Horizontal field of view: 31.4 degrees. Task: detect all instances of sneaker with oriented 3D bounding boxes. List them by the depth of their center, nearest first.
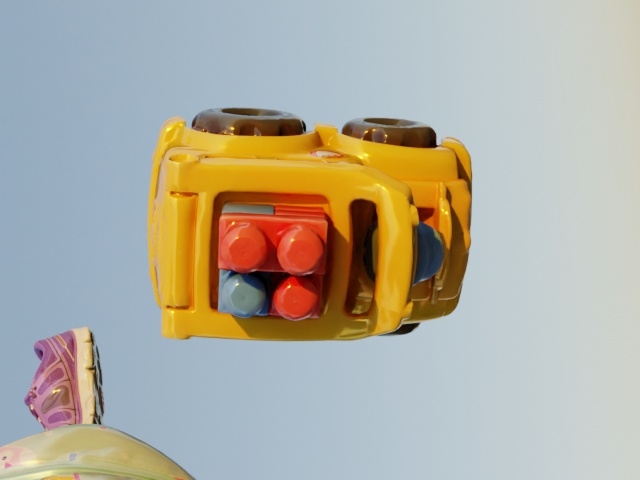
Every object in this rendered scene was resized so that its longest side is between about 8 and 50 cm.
[{"bbox_3d":[-0.230,0.156,1.019,0.068,0.071,0.170,85,173,-48],"label":"sneaker"}]

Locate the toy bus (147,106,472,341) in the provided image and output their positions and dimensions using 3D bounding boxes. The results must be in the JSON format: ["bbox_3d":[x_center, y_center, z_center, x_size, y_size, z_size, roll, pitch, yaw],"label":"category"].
[{"bbox_3d":[0.000,0.000,0.706,0.211,0.220,0.150,-121,34,-79],"label":"toy bus"}]

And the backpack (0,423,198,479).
[{"bbox_3d":[-0.102,0.140,0.338,0.152,0.182,0.115,44,-155,-32],"label":"backpack"}]
